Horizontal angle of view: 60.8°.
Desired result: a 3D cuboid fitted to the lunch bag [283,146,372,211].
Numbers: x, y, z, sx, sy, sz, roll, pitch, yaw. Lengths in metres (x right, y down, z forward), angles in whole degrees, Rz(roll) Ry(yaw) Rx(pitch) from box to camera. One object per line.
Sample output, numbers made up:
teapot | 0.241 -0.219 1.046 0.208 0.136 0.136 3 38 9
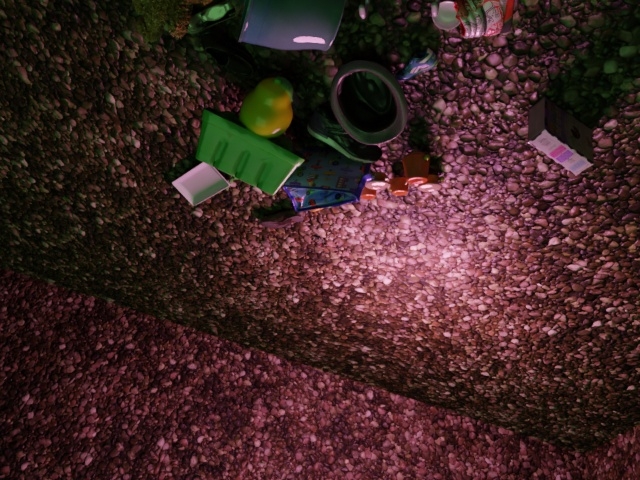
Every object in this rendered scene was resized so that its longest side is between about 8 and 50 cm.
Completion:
lunch bag | 0.048 -0.232 1.964 0.293 0.221 0.138 -1 138 28

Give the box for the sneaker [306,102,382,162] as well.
sneaker | 0.098 -0.371 1.887 0.283 0.107 0.124 25 135 -7

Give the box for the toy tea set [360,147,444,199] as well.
toy tea set | 0.271 -0.245 1.988 0.336 0.124 0.200 -6 165 23

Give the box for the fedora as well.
fedora | 0.161 -0.456 1.737 0.243 0.124 0.275 -20 119 36

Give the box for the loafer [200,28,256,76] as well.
loafer | -0.303 -0.590 1.772 0.080 0.078 0.220 -20 148 39

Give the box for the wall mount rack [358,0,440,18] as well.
wall mount rack | 0.200 -0.731 1.393 0.350 0.130 0.304 5 138 16

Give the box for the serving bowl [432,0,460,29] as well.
serving bowl | 0.356 -0.634 1.524 0.083 0.027 0.083 12 141 10

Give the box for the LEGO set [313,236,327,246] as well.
LEGO set | -0.001 0.001 2.437 0.054 0.023 0.083 -1 150 27

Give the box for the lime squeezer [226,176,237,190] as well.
lime squeezer | -0.305 -0.273 2.221 0.310 0.059 0.110 -13 164 33

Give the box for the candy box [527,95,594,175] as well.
candy box | 0.724 -0.315 1.643 0.196 0.165 0.070 30 141 -13

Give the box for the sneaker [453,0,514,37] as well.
sneaker | 0.422 -0.649 1.406 0.144 0.090 0.270 -10 140 5

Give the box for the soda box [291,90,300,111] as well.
soda box | -0.163 -0.466 1.909 0.183 0.063 0.058 -13 133 33

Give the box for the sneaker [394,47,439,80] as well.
sneaker | 0.285 -0.534 1.655 0.144 0.053 0.059 -22 128 29

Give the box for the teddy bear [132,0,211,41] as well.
teddy bear | -0.462 -0.724 1.622 0.338 0.245 0.113 11 -174 39

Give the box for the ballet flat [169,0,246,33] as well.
ballet flat | -0.363 -0.701 1.677 0.316 0.106 0.107 -9 134 31

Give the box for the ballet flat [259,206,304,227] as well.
ballet flat | -0.165 -0.101 2.360 0.249 0.058 0.084 -13 154 41

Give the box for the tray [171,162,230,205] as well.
tray | -0.509 -0.248 2.328 0.270 0.030 0.145 -22 120 39

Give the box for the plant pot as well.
plant pot | -0.074 -0.653 1.512 0.255 0.272 0.272 12 143 -14

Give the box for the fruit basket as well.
fruit basket | -0.210 -0.380 1.832 0.391 0.283 0.392 -1 105 -6
